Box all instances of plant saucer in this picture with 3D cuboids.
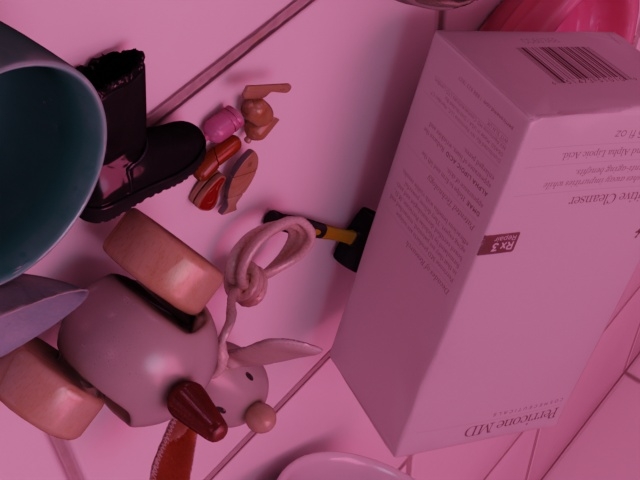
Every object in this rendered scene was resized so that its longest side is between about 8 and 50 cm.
[{"bbox_3d":[0.223,-0.152,1.191,0.332,0.084,0.332,-43,152,-30],"label":"plant saucer"},{"bbox_3d":[-0.223,0.060,0.607,0.195,0.037,0.195,-28,176,-2],"label":"plant saucer"}]

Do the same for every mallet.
[{"bbox_3d":[0.000,0.000,1.025,0.189,0.039,0.062,0,122,-56],"label":"mallet"}]

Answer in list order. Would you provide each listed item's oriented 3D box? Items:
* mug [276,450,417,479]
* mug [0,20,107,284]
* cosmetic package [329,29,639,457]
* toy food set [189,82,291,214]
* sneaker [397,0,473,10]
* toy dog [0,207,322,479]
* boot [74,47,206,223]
[{"bbox_3d":[0.008,0.439,1.314,0.328,0.276,0.374,-62,-174,23],"label":"mug"},{"bbox_3d":[-0.194,-0.049,0.533,0.158,0.097,0.129,-11,129,-56],"label":"mug"},{"bbox_3d":[0.170,0.006,1.029,0.217,0.156,0.385,-7,129,-28],"label":"cosmetic package"},{"bbox_3d":[-0.069,-0.070,0.832,0.078,0.019,0.122,-15,139,-55],"label":"toy food set"},{"bbox_3d":[0.104,-0.222,0.867,0.271,0.108,0.100,-22,136,-53],"label":"sneaker"},{"bbox_3d":[-0.085,0.104,0.821,0.220,0.161,0.333,-56,155,17],"label":"toy dog"},{"bbox_3d":[-0.120,-0.076,0.706,0.121,0.045,0.099,-38,143,-39],"label":"boot"}]
